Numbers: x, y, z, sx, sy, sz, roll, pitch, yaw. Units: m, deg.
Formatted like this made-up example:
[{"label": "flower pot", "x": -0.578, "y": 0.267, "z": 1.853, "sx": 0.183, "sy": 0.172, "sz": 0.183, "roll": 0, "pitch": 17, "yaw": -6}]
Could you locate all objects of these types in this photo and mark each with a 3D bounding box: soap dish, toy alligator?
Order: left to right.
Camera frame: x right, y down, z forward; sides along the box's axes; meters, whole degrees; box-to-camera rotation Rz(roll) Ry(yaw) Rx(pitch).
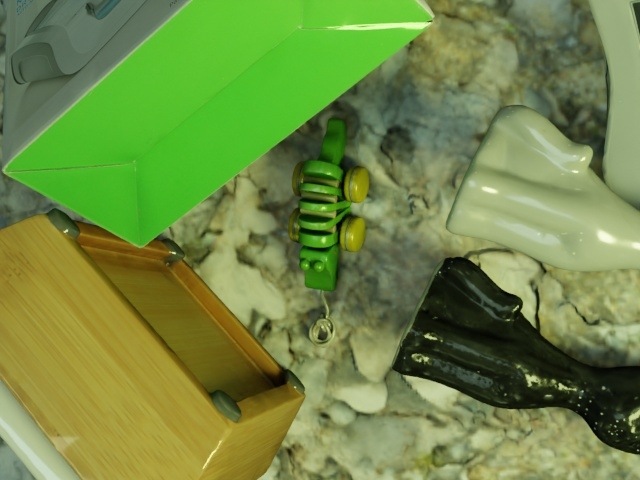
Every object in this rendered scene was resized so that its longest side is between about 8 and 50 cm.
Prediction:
[{"label": "soap dish", "x": -0.131, "y": 0.092, "z": 0.696, "sx": 0.118, "sy": 0.291, "sz": 0.229, "roll": -44, "pitch": 80, "yaw": 5}, {"label": "toy alligator", "x": 0.000, "y": 0.000, "z": 0.738, "sx": 0.056, "sy": 0.051, "sz": 0.189, "roll": 9, "pitch": 102, "yaw": 22}]

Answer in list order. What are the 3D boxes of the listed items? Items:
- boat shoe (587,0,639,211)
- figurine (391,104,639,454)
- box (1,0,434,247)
[{"label": "boat shoe", "x": 0.222, "y": -0.117, "z": 0.602, "sx": 0.096, "sy": 0.088, "sz": 0.267, "roll": -7, "pitch": 117, "yaw": 37}, {"label": "figurine", "x": 0.179, "y": 0.041, "z": 0.631, "sx": 0.209, "sy": 0.092, "sz": 0.215, "roll": 23, "pitch": 128, "yaw": 10}, {"label": "box", "x": -0.084, "y": -0.167, "z": 0.645, "sx": 0.262, "sy": 0.127, "sz": 0.231, "roll": -35, "pitch": 46, "yaw": 22}]
